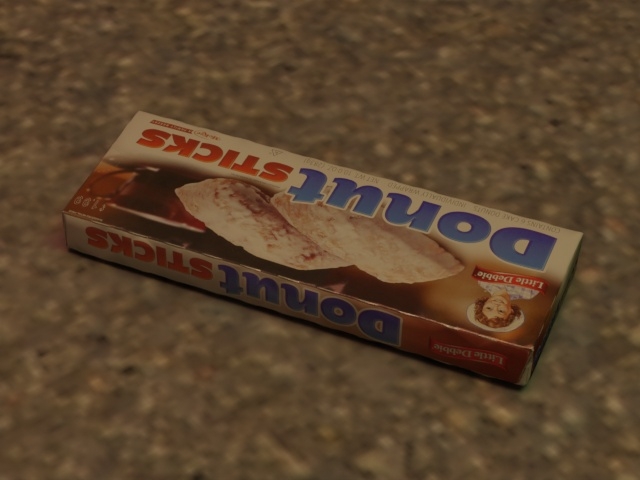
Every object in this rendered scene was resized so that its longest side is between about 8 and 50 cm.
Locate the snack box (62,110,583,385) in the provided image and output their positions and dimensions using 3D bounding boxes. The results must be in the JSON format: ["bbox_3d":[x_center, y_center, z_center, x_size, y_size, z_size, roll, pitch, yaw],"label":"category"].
[{"bbox_3d":[0.000,0.000,0.607,0.178,0.022,0.064,16,45,15],"label":"snack box"}]
